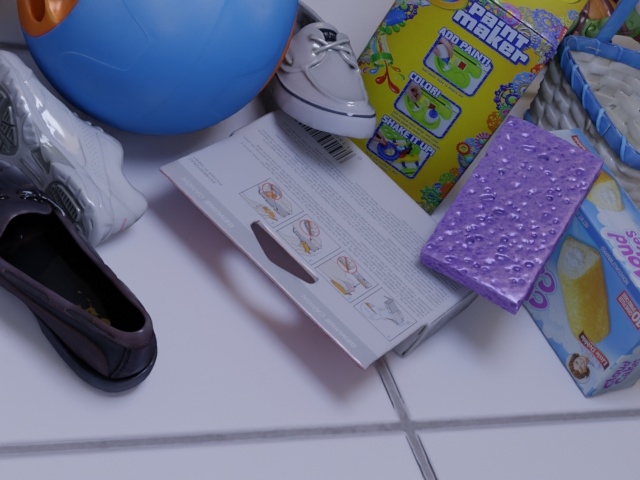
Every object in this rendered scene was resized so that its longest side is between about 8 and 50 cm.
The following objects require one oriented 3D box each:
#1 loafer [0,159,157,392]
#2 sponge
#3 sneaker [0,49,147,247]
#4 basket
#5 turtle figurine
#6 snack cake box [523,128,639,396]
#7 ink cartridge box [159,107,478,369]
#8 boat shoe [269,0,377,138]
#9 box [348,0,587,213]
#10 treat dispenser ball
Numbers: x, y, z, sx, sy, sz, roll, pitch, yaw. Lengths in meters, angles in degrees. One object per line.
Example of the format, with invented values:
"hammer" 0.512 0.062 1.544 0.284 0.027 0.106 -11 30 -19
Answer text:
"loafer" -0.256 0.005 1.368 0.302 0.095 0.109 44 58 9
"sponge" 0.204 -0.031 1.601 0.117 0.031 0.210 28 62 14
"sneaker" -0.257 -0.093 1.497 0.115 0.090 0.232 -19 72 -51
"basket" 0.394 -0.171 1.841 0.201 0.289 0.254 3 50 -32
"turtle figurine" 0.411 -0.363 2.087 0.266 0.198 0.274 1 91 -55
"snack cake box" 0.293 0.022 1.691 0.089 0.152 0.264 -8 55 -38
"ink cartridge box" 0.000 0.000 1.581 0.296 0.066 0.261 44 40 12
"boat shoe" -0.001 -0.195 1.657 0.096 0.088 0.267 7 25 -19
"box" 0.173 -0.237 1.766 0.177 0.279 0.290 36 41 2
"treat dispenser ball" -0.165 -0.251 1.543 0.288 0.288 0.288 19 43 -18
